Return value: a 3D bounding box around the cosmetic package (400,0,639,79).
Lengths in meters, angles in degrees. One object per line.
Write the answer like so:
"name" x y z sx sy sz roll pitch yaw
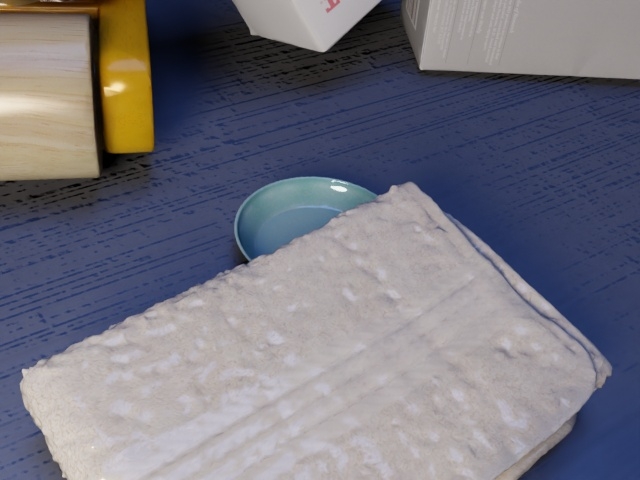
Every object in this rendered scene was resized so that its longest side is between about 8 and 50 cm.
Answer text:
"cosmetic package" 0.206 -0.231 0.792 0.237 0.107 0.127 -2 39 -7

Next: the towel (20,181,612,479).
"towel" 0.007 0.080 0.435 0.282 0.049 0.187 -25 57 -29

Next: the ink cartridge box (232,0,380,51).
"ink cartridge box" -0.022 -0.350 0.669 0.223 0.307 0.129 -45 40 -12

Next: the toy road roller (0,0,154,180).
"toy road roller" -0.235 -0.217 0.599 0.202 0.241 0.330 -3 42 -12

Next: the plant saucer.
"plant saucer" 0.000 0.000 0.557 0.119 0.021 0.119 5 42 -4
